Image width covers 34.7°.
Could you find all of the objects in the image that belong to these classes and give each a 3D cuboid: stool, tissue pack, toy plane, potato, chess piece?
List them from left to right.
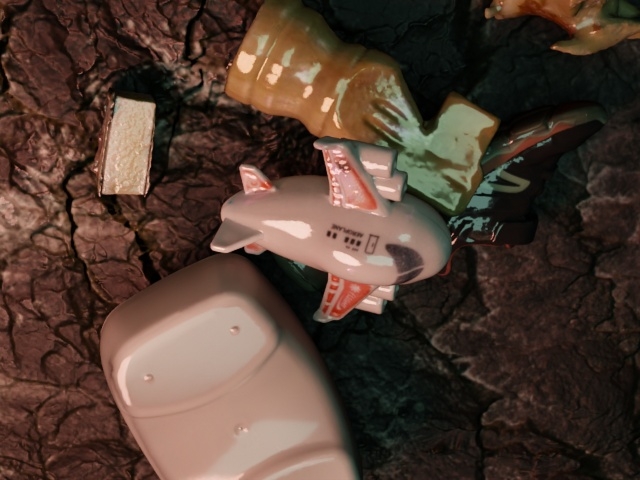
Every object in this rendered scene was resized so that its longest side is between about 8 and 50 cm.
[{"bbox_3d":[-0.225,-0.114,1.182,0.061,0.086,0.122,6,106,-17],"label":"potato"},{"bbox_3d":[-0.102,0.185,1.203,0.229,0.236,0.333,-29,106,-1],"label":"tissue pack"},{"bbox_3d":[0.000,0.000,1.211,0.110,0.096,0.096,-39,104,7],"label":"stool"},{"bbox_3d":[0.014,-0.010,1.089,0.252,0.118,0.252,10,132,11],"label":"toy plane"},{"bbox_3d":[0.048,-0.143,1.117,0.301,0.137,0.137,32,105,4],"label":"chess piece"}]

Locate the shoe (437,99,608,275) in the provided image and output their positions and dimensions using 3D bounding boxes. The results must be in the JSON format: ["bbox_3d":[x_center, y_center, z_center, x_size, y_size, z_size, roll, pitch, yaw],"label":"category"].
[{"bbox_3d":[0.212,-0.056,1.183,0.291,0.114,0.137,-33,100,12],"label":"shoe"}]

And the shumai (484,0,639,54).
[{"bbox_3d":[0.288,-0.339,1.077,0.267,0.314,0.262,-11,152,4],"label":"shumai"}]
